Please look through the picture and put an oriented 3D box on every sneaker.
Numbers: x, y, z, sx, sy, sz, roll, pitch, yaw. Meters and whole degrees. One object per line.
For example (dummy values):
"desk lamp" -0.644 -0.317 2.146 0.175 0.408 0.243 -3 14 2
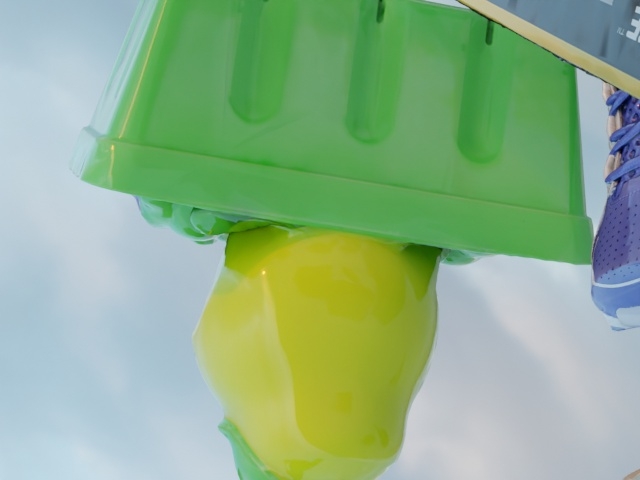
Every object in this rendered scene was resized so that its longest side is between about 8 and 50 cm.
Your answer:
"sneaker" 0.211 -0.104 0.916 0.182 0.127 0.315 49 -134 -22

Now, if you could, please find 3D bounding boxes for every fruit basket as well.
"fruit basket" 0.000 0.000 1.075 0.392 0.392 0.283 48 176 -13

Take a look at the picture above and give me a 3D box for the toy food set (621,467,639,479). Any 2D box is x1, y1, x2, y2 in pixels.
"toy food set" 0.257 0.203 0.980 0.192 0.132 0.038 16 -129 -26

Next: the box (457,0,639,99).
"box" 0.208 -0.080 0.588 0.257 0.079 0.322 14 -165 -20
